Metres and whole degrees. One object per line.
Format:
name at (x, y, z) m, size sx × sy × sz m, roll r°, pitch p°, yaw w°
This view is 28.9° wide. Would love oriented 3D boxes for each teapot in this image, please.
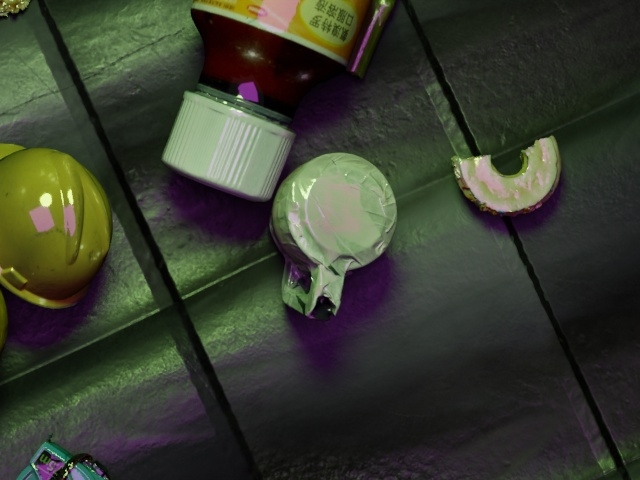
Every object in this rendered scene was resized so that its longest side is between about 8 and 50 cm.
teapot at (0.013, -0.005, 1.757) m, size 0.163 × 0.178 × 0.221 m, roll -14°, pitch 90°, yaw -20°

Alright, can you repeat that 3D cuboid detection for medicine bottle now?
medicine bottle at (-0.076, -0.256, 1.742) m, size 0.242 × 0.242 × 0.395 m, roll 17°, pitch 96°, yaw -5°

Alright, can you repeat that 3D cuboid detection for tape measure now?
tape measure at (-0.363, 0.358, 1.724) m, size 0.125 × 0.081 × 0.146 m, roll 35°, pitch 83°, yaw 0°

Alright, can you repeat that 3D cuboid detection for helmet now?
helmet at (-0.360, -0.046, 1.680) m, size 0.140 × 0.205 × 0.257 m, roll -29°, pitch 80°, yaw 35°

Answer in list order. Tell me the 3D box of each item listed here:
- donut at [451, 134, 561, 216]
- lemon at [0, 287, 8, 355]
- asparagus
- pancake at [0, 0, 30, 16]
donut at (0.280, -0.088, 1.846) m, size 0.166 × 0.065 × 0.108 m, roll -12°, pitch 87°, yaw -9°
lemon at (-0.546, 0.131, 1.635) m, size 0.253 × 0.253 × 0.310 m, roll 24°, pitch 94°, yaw -5°
asparagus at (0.079, -0.327, 1.855) m, size 0.045 × 0.041 × 0.178 m, roll 21°, pitch 87°, yaw 19°
pancake at (-0.419, -0.443, 1.794) m, size 0.266 × 0.057 × 0.244 m, roll 6°, pitch 86°, yaw -8°
